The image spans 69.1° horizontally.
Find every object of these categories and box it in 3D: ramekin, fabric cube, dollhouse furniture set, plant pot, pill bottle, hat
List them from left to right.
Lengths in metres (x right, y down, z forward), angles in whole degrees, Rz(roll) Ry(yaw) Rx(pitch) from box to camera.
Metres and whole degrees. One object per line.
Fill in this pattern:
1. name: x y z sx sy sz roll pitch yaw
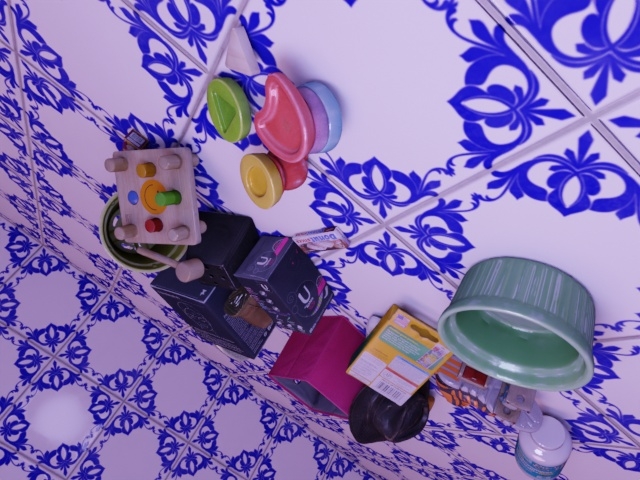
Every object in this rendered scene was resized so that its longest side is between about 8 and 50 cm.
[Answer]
1. plant pot: -0.592 -0.039 1.536 0.276 0.276 0.253 45 160 -22
2. plant pot: -0.296 0.041 1.403 0.187 0.167 0.188 8 144 17
3. fabric cube: 0.020 0.443 1.652 0.254 0.258 0.259 45 148 -23
4. hat: 0.264 0.576 1.534 0.331 0.331 0.134 54 171 -33
5. dollhouse furniture set: 0.476 0.388 1.269 0.183 0.129 0.129 22 149 17
6. ramekin: 0.417 0.173 0.983 0.303 0.148 0.303 23 149 15
7. pill bottle: 0.679 0.628 1.422 0.146 0.146 0.264 14 146 28

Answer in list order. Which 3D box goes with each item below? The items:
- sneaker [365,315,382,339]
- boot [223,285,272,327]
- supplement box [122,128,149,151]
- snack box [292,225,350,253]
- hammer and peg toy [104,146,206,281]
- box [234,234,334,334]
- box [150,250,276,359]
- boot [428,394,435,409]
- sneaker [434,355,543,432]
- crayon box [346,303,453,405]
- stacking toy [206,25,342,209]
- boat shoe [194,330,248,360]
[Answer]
1. sneaker: 0.190 0.358 1.502 0.105 0.123 0.290 17 146 27
2. boot: -0.198 0.185 1.602 0.089 0.236 0.269 41 180 25
3. supplement box: -0.523 -0.267 1.312 0.055 0.043 0.083 36 151 -10
4. snack box: 0.000 0.000 1.243 0.178 0.022 0.064 -9 130 50
5. hammer and peg toy: -0.441 -0.063 1.251 0.265 0.127 0.362 3 103 23
6. box: -0.100 0.134 1.392 0.143 0.165 0.270 5 141 40
7. box: -0.383 0.230 1.756 0.293 0.212 0.396 11 145 33
8. boot: 0.314 0.550 1.701 0.211 0.104 0.295 15 156 17
9. sneaker: 0.495 0.469 1.406 0.321 0.125 0.180 31 156 23
10. crayon box: 0.239 0.327 1.366 0.203 0.083 0.323 31 127 1
11. stacking toy: -0.088 -0.245 0.927 0.280 0.130 0.309 59 147 6
12. boat shoe: -0.480 0.334 2.045 0.500 0.187 0.156 45 153 -13
